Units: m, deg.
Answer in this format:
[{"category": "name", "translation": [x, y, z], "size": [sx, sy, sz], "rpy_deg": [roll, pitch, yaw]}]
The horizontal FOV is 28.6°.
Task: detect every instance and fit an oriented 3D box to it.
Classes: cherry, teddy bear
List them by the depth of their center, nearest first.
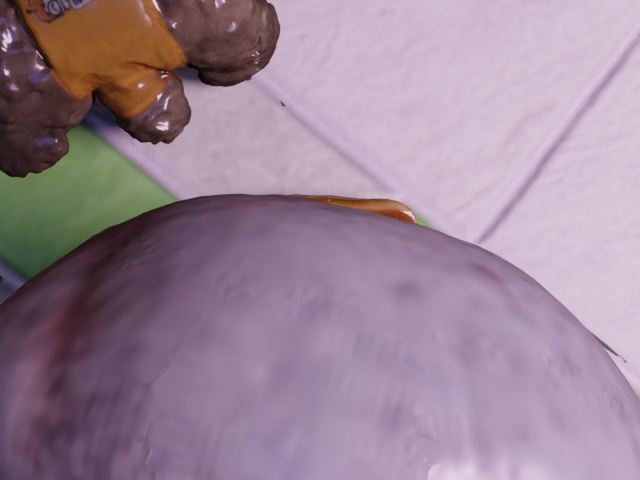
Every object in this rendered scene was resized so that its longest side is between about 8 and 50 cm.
[{"category": "cherry", "translation": [0.008, 0.128, 0.603], "size": [0.326, 0.335, 0.291], "rpy_deg": [34, 83, 36]}, {"category": "teddy bear", "translation": [-0.136, -0.127, 0.703], "size": [0.190, 0.140, 0.177], "rpy_deg": [-34, 97, 1]}]

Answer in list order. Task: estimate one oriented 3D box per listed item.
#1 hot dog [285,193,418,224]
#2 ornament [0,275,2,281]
[{"category": "hot dog", "translation": [0.000, 0.000, 0.767], "size": [0.133, 0.041, 0.056], "rpy_deg": [-1, 89, -1]}, {"category": "ornament", "translation": [-0.223, 0.094, 0.711], "size": [0.074, 0.081, 0.156], "rpy_deg": [4, 85, -3]}]
